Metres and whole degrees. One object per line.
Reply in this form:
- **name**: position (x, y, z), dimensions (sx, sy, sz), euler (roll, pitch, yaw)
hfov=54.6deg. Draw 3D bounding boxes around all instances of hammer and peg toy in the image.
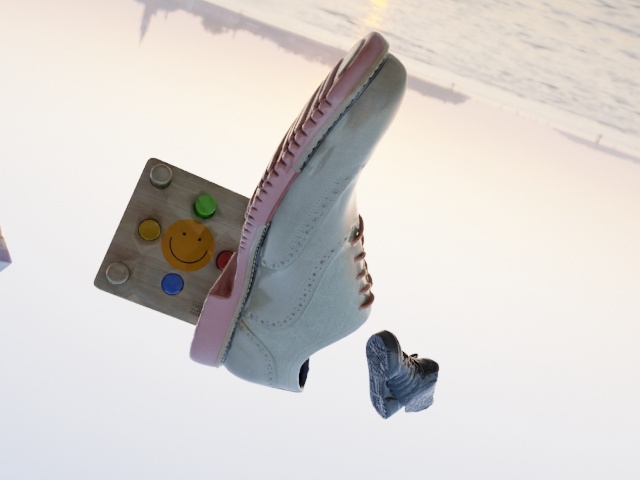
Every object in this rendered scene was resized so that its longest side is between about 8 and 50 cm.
- **hammer and peg toy**: position (-0.191, 0.038, 1.122), dimensions (0.361, 0.266, 0.127), euler (24, 169, -12)

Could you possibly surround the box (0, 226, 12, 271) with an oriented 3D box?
- **box**: position (-0.319, -0.014, 0.333), dimensions (0.067, 0.063, 0.324), euler (62, -167, 17)

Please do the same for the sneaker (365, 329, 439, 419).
- **sneaker**: position (0.104, 0.157, 0.752), dimensions (0.089, 0.170, 0.051), euler (-22, -138, -22)

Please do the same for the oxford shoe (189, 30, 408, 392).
- **oxford shoe**: position (0.000, 0.000, 0.581), dimensions (0.146, 0.397, 0.141), euler (27, -139, -2)
